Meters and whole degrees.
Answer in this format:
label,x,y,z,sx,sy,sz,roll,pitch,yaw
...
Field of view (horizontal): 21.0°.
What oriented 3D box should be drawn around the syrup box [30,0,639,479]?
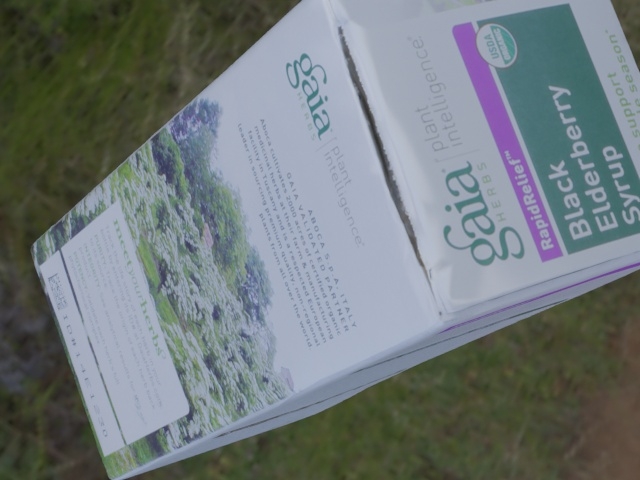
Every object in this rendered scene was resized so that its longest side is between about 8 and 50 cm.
label,x,y,z,sx,sy,sz,roll,pitch,yaw
syrup box,0.000,0.000,0.542,0.237,0.096,0.093,-32,76,56
